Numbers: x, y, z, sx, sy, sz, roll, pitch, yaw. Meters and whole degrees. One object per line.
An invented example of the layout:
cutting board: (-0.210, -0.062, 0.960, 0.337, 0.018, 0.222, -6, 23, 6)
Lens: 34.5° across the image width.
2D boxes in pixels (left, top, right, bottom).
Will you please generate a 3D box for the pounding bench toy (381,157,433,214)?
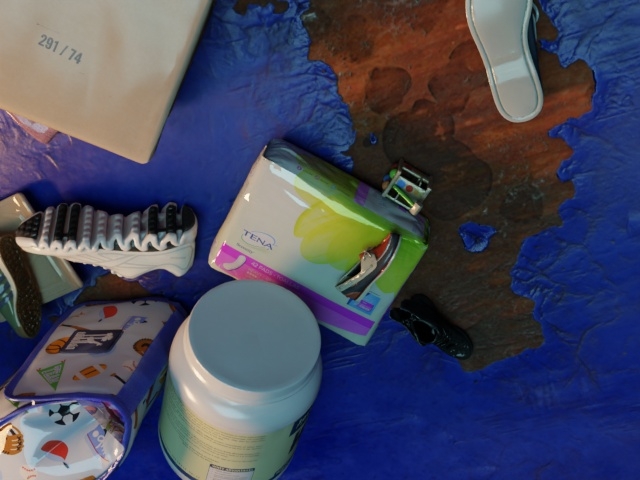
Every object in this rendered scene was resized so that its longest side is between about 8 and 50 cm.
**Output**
pounding bench toy: (0.127, -0.078, 1.561, 0.065, 0.083, 0.052, 30, 117, -6)

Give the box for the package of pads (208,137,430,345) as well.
package of pads: (0.000, 0.000, 1.612, 0.297, 0.101, 0.229, 27, 118, -5)

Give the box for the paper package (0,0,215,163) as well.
paper package: (-0.330, -0.313, 1.439, 0.325, 0.168, 0.309, 22, 118, -9)

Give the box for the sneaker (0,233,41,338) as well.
sneaker: (-0.534, 0.075, 1.730, 0.086, 0.064, 0.192, 2, 118, 23)

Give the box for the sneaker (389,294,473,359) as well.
sneaker: (0.181, 0.149, 1.661, 0.051, 0.089, 0.170, -39, 104, 24)

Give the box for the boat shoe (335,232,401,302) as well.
boat shoe: (0.073, 0.036, 1.536, 0.043, 0.049, 0.137, 31, 123, -8)

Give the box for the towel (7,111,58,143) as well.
towel: (-0.403, -0.324, 1.548, 0.329, 0.037, 0.237, -39, 109, 23)

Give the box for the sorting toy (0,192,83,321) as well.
sorting toy: (-0.527, 0.029, 1.758, 0.208, 0.038, 0.193, -21, 111, 23)

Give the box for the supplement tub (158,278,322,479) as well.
supplement tub: (-0.128, 0.234, 1.626, 0.235, 0.235, 0.325, 19, 140, 0)

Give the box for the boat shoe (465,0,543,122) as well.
boat shoe: (0.260, -0.293, 1.436, 0.095, 0.079, 0.254, -16, 115, 14)

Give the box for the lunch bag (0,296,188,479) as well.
lunch bag: (-0.402, 0.272, 1.692, 0.385, 0.328, 0.239, -35, 104, 25)

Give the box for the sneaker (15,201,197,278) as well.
sneaker: (-0.344, 0.010, 1.669, 0.292, 0.110, 0.118, 1, 131, -1)
